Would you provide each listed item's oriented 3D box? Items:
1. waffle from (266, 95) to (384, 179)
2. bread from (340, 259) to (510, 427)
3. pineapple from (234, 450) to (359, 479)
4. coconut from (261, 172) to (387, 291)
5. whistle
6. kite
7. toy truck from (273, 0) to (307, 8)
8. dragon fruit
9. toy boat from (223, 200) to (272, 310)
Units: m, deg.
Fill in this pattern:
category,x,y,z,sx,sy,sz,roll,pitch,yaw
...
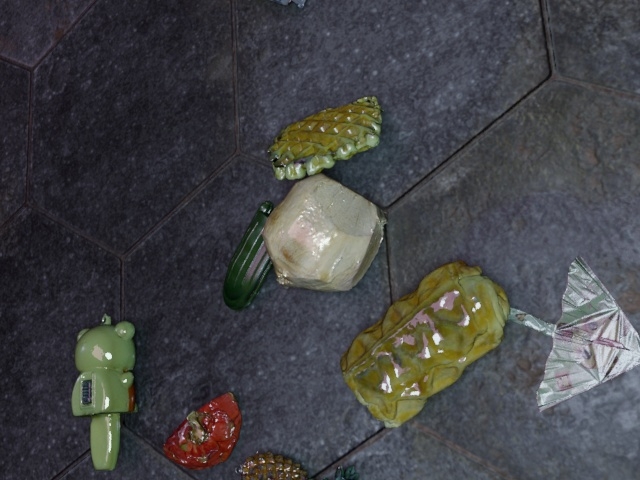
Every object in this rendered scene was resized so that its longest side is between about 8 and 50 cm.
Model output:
category,x,y,z,sx,sy,sz,roll,pitch,yaw
waffle,0.008,-0.170,1.094,0.208,0.054,0.214,-16,30,15
bread,0.153,0.145,0.973,0.268,0.130,0.152,-44,55,15
pineapple,-0.039,0.383,1.053,0.221,0.083,0.103,6,84,26
coconut,-0.003,-0.002,1.058,0.194,0.194,0.194,-6,78,27
whistle,-0.400,0.279,1.249,0.131,0.106,0.288,-13,73,23
kite,0.334,0.130,0.949,0.250,0.012,0.229,17,87,31
toy truck,-0.129,-0.553,1.259,0.268,0.124,0.155,30,99,27
dragon fruit,-0.201,0.343,1.134,0.162,0.106,0.083,-46,64,9
toy boat,-0.115,0.028,1.179,0.104,0.052,0.210,33,97,45
